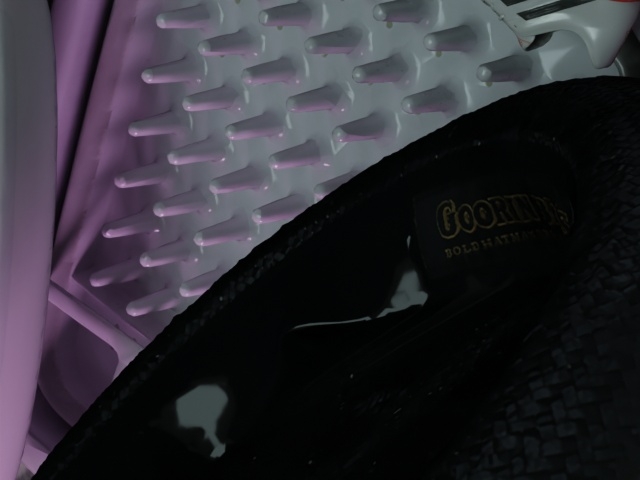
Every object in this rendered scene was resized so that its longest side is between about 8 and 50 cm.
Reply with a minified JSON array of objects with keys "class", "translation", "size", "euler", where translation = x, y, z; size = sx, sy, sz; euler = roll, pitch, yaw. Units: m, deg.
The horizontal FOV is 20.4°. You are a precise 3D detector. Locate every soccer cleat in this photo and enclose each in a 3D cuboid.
[{"class":"soccer cleat","translation":[0.062,-0.080,0.562],"size":[0.083,0.029,0.036],"euler":[23,111,29]}]

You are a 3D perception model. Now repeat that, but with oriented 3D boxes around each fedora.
[{"class":"fedora","translation":[0.022,0.107,0.528],"size":[0.152,0.334,0.334],"euler":[44,133,-15]}]

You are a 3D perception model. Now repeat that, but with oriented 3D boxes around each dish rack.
[{"class":"dish rack","translation":[0.000,0.000,0.697],"size":[0.285,0.072,0.333],"euler":[35,122,30]}]

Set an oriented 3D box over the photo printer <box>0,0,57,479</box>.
[{"class":"photo printer","translation":[-0.206,-0.017,0.777],"size":[0.307,0.107,0.256],"euler":[22,109,57]}]
